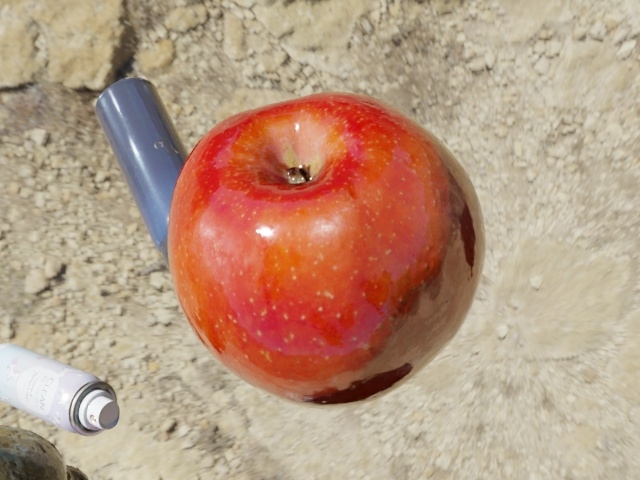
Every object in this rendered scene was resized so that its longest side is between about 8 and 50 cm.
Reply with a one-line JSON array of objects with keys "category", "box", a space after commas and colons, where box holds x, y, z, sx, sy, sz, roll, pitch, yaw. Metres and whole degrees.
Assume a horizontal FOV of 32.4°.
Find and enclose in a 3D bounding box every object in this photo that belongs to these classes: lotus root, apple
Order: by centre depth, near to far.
[{"category": "apple", "box": [0.000, 0.000, 0.903, 0.261, 0.216, 0.260, -10, 48, 11]}, {"category": "lotus root", "box": [-0.304, 0.227, 1.052, 0.088, 0.192, 0.113, -49, 46, 20]}]

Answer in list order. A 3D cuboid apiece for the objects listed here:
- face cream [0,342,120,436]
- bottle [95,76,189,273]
[{"category": "face cream", "box": [-0.329, 0.185, 1.355, 0.229, 0.075, 0.075, 11, 87, 41]}, {"category": "bottle", "box": [-0.160, -0.057, 1.127, 0.072, 0.082, 0.244, -16, 57, -21]}]
